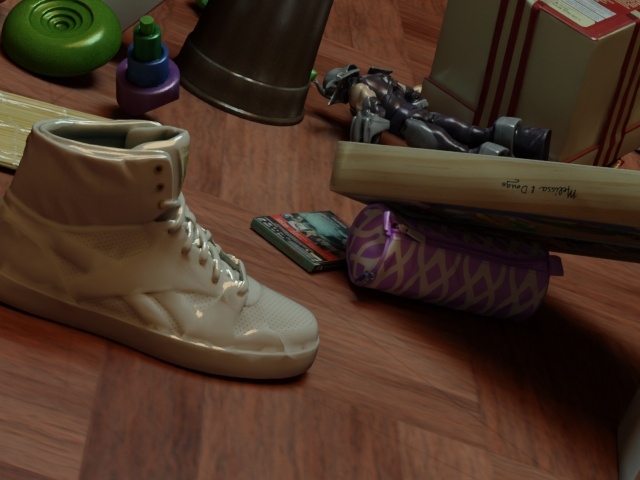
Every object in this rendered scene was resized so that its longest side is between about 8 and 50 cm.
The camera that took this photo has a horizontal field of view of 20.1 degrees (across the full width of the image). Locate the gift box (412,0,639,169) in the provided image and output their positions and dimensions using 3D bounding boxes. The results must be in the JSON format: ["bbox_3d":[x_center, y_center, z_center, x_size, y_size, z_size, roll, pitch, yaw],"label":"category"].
[{"bbox_3d":[0.268,-0.218,2.214,0.276,0.258,0.255,-23,49,-35],"label":"gift box"}]

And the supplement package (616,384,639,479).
[{"bbox_3d":[0.387,0.153,1.542,0.203,0.194,0.149,22,22,-1],"label":"supplement package"}]

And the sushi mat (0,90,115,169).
[{"bbox_3d":[-0.293,-0.103,1.689,0.316,0.019,0.151,14,24,-21],"label":"sushi mat"}]

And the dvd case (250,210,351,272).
[{"bbox_3d":[0.000,0.000,1.753,0.087,0.013,0.119,37,26,30],"label":"dvd case"}]

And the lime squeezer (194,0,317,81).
[{"bbox_3d":[-0.106,-0.285,2.274,0.110,0.059,0.310,45,4,-37],"label":"lime squeezer"}]

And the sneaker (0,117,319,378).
[{"bbox_3d":[-0.112,0.000,1.436,0.292,0.169,0.108,17,21,-18],"label":"sneaker"}]

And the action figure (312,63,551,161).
[{"bbox_3d":[0.113,-0.127,2.057,0.285,0.099,0.185,26,29,18],"label":"action figure"}]

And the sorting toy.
[{"bbox_3d":[-0.288,-0.267,1.879,0.365,0.126,0.127,34,52,24],"label":"sorting toy"}]

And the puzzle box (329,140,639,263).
[{"bbox_3d":[0.247,-0.024,1.702,0.409,0.052,0.272,8,-5,33],"label":"puzzle box"}]

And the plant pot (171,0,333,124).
[{"bbox_3d":[-0.066,-0.241,2.038,0.167,0.165,0.167,20,23,-9],"label":"plant pot"}]

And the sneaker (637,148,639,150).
[{"bbox_3d":[0.477,-0.131,2.489,0.071,0.068,0.170,24,25,-43],"label":"sneaker"}]

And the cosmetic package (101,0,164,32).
[{"bbox_3d":[-0.171,-0.304,1.988,0.060,0.239,0.099,50,18,-16],"label":"cosmetic package"}]

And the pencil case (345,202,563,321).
[{"bbox_3d":[0.123,0.019,1.725,0.206,0.088,0.086,13,50,-28],"label":"pencil case"}]
